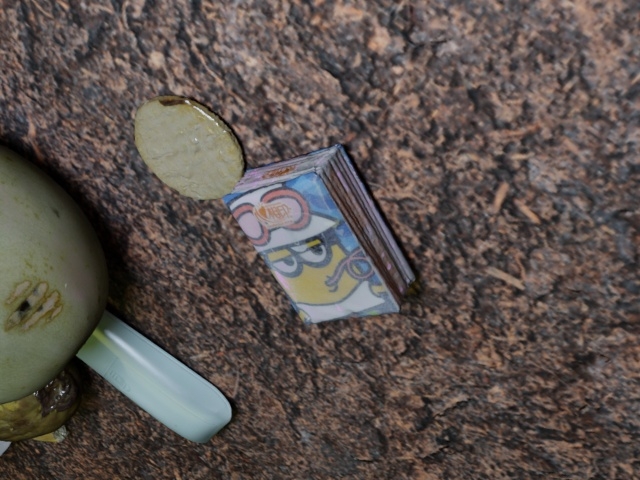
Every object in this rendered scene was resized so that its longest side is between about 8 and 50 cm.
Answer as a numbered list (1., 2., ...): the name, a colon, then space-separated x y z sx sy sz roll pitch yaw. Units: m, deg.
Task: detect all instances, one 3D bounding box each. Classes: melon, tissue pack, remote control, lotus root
1. melon: -0.385 0.023 0.949 0.330 0.268 0.268 36 138 -7
2. tissue pack: 0.000 0.000 0.839 0.115 0.065 0.155 -12 121 38
3. remote control: -0.242 0.147 1.135 0.293 0.051 0.103 38 138 -3
4. lotus root: -0.420 0.200 1.237 0.260 0.128 0.145 -11 133 40

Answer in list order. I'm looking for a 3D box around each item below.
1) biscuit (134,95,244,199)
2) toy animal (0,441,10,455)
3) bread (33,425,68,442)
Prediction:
1. biscuit: -0.124 -0.085 0.875 0.120 0.015 0.120 17 135 17
2. toy animal: -0.576 0.268 1.399 0.221 0.130 0.104 10 160 27
3. bread: -0.407 0.253 1.346 0.070 0.035 0.083 -6 118 35
